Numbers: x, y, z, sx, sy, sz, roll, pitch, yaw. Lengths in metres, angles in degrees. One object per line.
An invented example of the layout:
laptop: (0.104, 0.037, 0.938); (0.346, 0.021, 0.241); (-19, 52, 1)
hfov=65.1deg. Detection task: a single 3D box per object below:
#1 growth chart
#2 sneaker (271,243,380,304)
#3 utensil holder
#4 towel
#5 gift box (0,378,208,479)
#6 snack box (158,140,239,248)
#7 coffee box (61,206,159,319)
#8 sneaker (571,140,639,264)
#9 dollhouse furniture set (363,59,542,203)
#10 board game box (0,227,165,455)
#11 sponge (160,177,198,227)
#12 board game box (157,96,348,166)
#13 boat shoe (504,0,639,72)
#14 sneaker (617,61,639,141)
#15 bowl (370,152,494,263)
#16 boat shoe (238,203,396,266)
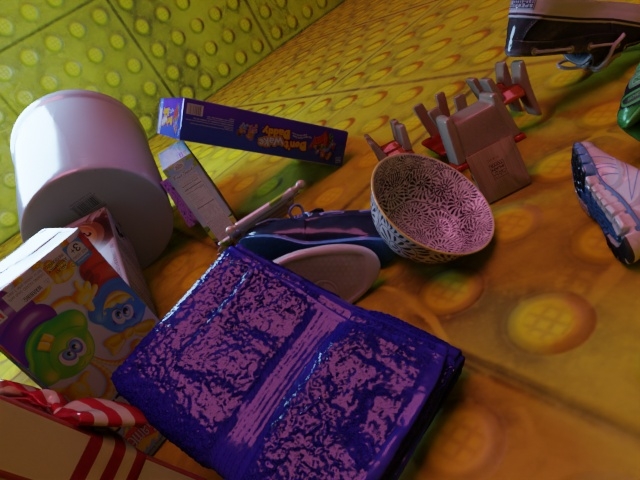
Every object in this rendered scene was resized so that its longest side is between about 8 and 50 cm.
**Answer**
growth chart: (-0.114, -0.026, 0.894); (0.172, 0.021, 0.237); (-34, -2, -15)
sneaker: (-0.062, 0.055, 0.724); (0.295, 0.105, 0.147); (-22, 20, 7)
utensil holder: (-0.541, -0.130, 1.191); (0.327, 0.328, 0.385); (-34, 47, -4)
towel: (-0.043, 0.128, 0.504); (0.308, 0.076, 0.228); (22, 55, 31)
gift box: (-0.272, 0.267, 0.444); (0.255, 0.276, 0.258); (-6, 53, 34)
snack box: (-0.246, -0.095, 1.040); (0.070, 0.207, 0.174); (-35, 28, -5)
coffee box: (-0.421, 0.086, 0.925); (0.168, 0.119, 0.297); (-29, 43, -10)
sneaker: (0.335, -0.052, 0.546); (0.083, 0.071, 0.191); (-16, 39, 15)
dollhouse furniture set: (0.224, -0.159, 0.797); (0.262, 0.135, 0.259); (-28, 17, 8)
board game box: (-0.295, 0.134, 0.642); (0.142, 0.275, 0.144); (1, 41, 46)
sponge: (-0.323, -0.103, 1.188); (0.031, 0.117, 0.210); (-31, 15, -3)
board game box: (-0.150, -0.233, 1.078); (0.347, 0.078, 0.233); (5, 12, -28)
boat shoe: (0.428, -0.323, 0.799); (0.306, 0.105, 0.113); (-7, 26, -25)
sneaker: (0.469, -0.123, 0.484); (0.146, 0.134, 0.343); (-59, 34, 2)
bowl: (0.130, -0.027, 0.653); (0.170, 0.170, 0.080); (-60, -2, -42)
boat shoe: (0.000, 0.000, 0.770); (0.258, 0.109, 0.089); (3, 47, 24)
